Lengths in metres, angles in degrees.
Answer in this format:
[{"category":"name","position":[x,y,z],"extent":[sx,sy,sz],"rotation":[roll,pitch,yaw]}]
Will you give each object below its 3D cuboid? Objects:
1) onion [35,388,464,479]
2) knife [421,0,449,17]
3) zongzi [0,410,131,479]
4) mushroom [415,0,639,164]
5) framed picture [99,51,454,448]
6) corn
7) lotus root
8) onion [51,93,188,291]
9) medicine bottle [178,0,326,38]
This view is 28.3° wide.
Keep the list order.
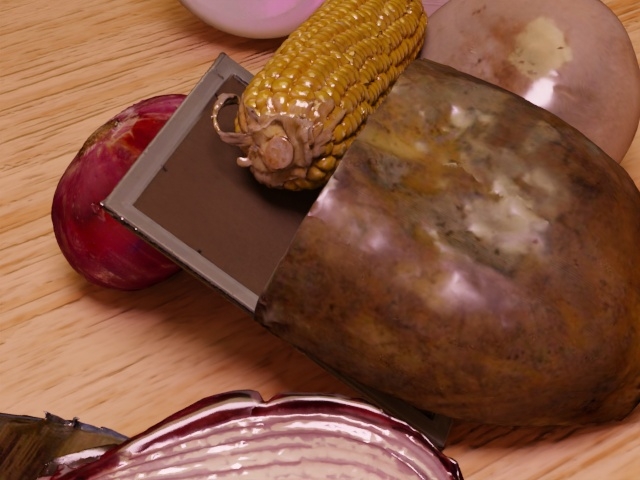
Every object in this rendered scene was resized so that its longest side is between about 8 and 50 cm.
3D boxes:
[{"category":"onion","position":[-0.054,0.195,0.716],"extent":[0.283,0.120,0.227],"rotation":[14,50,5]},{"category":"knife","position":[0.142,-0.294,1.473],"extent":[0.132,0.038,0.399],"rotation":[7,35,12]},{"category":"zongzi","position":[-0.202,0.163,0.734],"extent":[0.220,0.112,0.242],"rotation":[3,4,4]},{"category":"mushroom","position":[0.175,-0.122,1.121],"extent":[0.226,0.178,0.227],"rotation":[-17,57,28]},{"category":"framed picture","position":[0.000,0.000,0.955],"extent":[0.293,0.018,0.231],"rotation":[37,39,-7]},{"category":"corn","position":[0.013,-0.131,1.001],"extent":[0.106,0.106,0.293],"rotation":[9,32,17]},{"category":"lotus root","position":[0.133,0.008,0.892],"extent":[0.260,0.149,0.267],"rotation":[30,42,7]},{"category":"onion","position":[-0.135,-0.036,1.031],"extent":[0.177,0.154,0.177],"rotation":[-17,11,3]},{"category":"medicine bottle","position":[-0.043,-0.379,1.433],"extent":[0.241,0.241,0.302],"rotation":[5,27,12]}]
